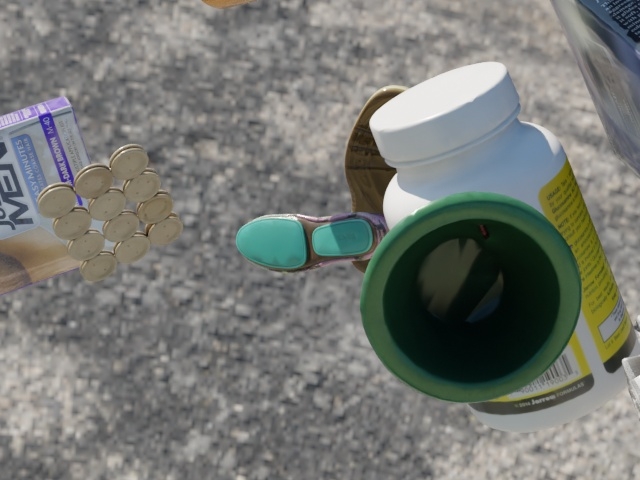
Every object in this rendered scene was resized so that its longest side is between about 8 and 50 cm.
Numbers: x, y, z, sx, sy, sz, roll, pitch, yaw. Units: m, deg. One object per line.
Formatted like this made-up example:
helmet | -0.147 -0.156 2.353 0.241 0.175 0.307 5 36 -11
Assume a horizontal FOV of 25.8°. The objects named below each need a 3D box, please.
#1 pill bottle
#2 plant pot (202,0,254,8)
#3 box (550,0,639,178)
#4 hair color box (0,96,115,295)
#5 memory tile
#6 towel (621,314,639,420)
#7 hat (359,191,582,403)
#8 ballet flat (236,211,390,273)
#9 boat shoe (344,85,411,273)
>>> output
pill bottle | 0.176 0.005 1.374 0.187 0.334 0.188 -22 18 7
plant pot | -0.074 -0.378 1.696 0.188 0.205 0.205 -23 12 33
box | 0.410 -0.174 1.514 0.182 0.296 0.294 -30 34 2
hair color box | -0.418 -0.022 1.587 0.338 0.185 0.110 -20 17 -9
memory tile | -0.195 -0.025 1.312 0.113 0.148 0.012 -29 54 -6
towel | 0.397 0.170 1.143 0.235 0.121 0.284 -16 50 2
hat | 0.114 0.024 1.167 0.208 0.173 0.183 46 8 -22
ballet flat | 0.000 0.000 1.754 0.221 0.077 0.079 -6 -2 35
boat shoe | 0.097 -0.092 1.925 0.109 0.302 0.098 13 38 14
